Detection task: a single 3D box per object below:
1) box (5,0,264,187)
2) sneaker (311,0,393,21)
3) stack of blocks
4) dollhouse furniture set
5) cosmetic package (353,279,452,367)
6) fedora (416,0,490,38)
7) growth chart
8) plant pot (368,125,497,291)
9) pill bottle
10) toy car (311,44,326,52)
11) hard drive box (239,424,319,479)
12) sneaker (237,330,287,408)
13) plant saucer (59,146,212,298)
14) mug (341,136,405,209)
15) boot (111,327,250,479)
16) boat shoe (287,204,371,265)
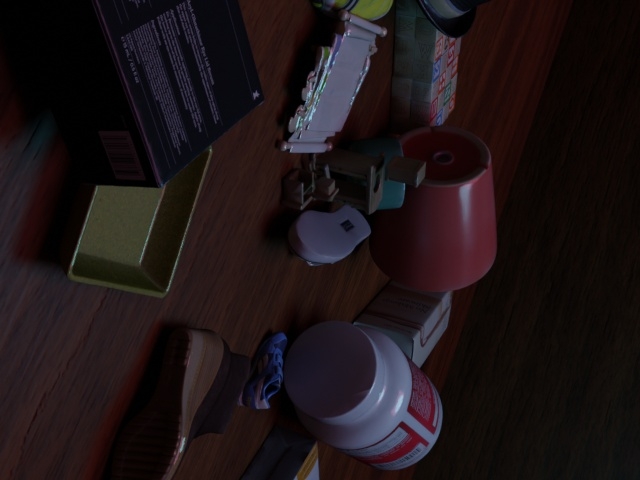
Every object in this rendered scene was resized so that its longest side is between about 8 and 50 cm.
[{"bbox_3d":[-0.162,-0.202,0.686,0.184,0.103,0.261,-48,134,-45],"label":"box"},{"bbox_3d":[0.056,-0.406,1.098,0.385,0.147,0.145,30,74,-70],"label":"sneaker"},{"bbox_3d":[0.217,-0.375,1.604,0.171,0.087,0.297,-51,148,-47],"label":"stack of blocks"},{"bbox_3d":[0.054,-0.068,1.276,0.161,0.182,0.101,-49,148,-49],"label":"dollhouse furniture set"},{"bbox_3d":[0.194,0.197,1.860,0.296,0.153,0.129,-42,141,-57],"label":"cosmetic package"},{"bbox_3d":[0.258,-0.528,1.377,0.334,0.153,0.333,8,80,-54],"label":"fedora"},{"bbox_3d":[0.019,-0.236,1.216,0.172,0.021,0.237,5,112,-63],"label":"growth chart"},{"bbox_3d":[0.231,-0.076,1.582,0.243,0.275,0.275,88,27,-43],"label":"plant pot"},{"bbox_3d":[0.084,0.297,1.522,0.229,0.229,0.407,-68,152,-16],"label":"pill bottle"},{"bbox_3d":[0.021,-0.269,1.253,0.122,0.041,0.060,-6,110,-68],"label":"toy car"},{"bbox_3d":[-0.079,0.489,1.463,0.181,0.089,0.232,-52,150,-43],"label":"hard drive box"},{"bbox_3d":[-0.083,0.216,1.302,0.144,0.059,0.053,-63,154,-31],"label":"sneaker"},{"bbox_3d":[-0.201,-0.042,0.846,0.188,0.045,0.188,27,80,-68],"label":"plant saucer"},{"bbox_3d":[0.089,-0.117,1.433,0.158,0.098,0.129,126,-40,-80],"label":"mug"},{"bbox_3d":[-0.169,0.247,1.061,0.207,0.090,0.248,51,54,-62],"label":"boot"},{"bbox_3d":[0.000,0.000,1.325,0.088,0.096,0.267,-41,178,22],"label":"boat shoe"}]
